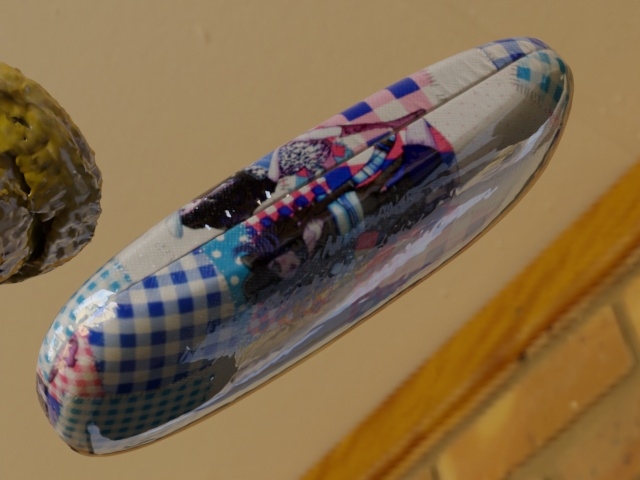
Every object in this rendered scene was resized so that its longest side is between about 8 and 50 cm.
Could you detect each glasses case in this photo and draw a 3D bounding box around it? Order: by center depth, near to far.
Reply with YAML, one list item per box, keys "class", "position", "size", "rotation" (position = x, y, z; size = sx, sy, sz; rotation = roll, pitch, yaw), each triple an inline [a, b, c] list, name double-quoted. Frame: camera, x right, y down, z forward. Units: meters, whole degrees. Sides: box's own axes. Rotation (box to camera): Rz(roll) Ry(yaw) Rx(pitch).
- class: "glasses case"
  position: [0.000, 0.000, 0.865]
  size: [0.327, 0.076, 0.125]
  rotation: [-32, -27, -24]

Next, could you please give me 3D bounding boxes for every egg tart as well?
- class: "egg tart"
  position: [-0.321, -0.033, 1.389]
  size: [0.294, 0.123, 0.294]
  rotation: [3, -44, 3]
